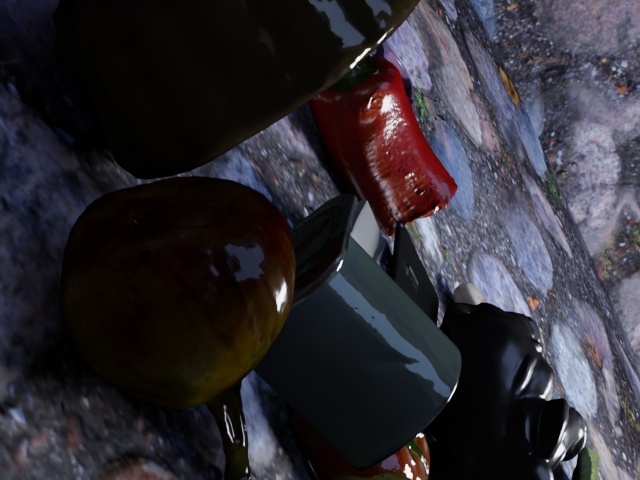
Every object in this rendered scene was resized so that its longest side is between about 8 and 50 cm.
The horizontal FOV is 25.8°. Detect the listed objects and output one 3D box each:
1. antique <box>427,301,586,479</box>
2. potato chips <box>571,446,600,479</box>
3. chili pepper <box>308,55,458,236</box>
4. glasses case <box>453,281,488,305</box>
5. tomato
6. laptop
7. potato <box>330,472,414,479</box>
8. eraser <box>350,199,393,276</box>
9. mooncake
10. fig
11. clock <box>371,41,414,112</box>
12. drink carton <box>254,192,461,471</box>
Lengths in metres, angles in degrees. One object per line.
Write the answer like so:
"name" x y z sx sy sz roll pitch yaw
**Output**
"antique" 0.222 0.227 1.729 0.322 0.185 0.255 70 12 18
"potato chips" 0.466 0.533 2.157 0.358 0.070 0.429 57 20 -27
"chili pepper" 0.051 -0.176 1.835 0.338 0.134 0.131 60 4 -26
"glasses case" 0.245 0.157 2.066 0.081 0.051 0.204 27 41 -60
"tomato" 0.055 0.201 1.453 0.225 0.085 0.225 57 17 -29
"laptop" 0.109 0.072 1.625 0.180 0.016 0.129 -78 145 -57
"potato" 0.080 0.314 1.283 0.296 0.141 0.191 44 27 -42
"eraser" 0.059 0.072 1.611 0.210 0.068 0.124 67 20 -15
"mooncake" -0.080 -0.205 1.246 0.187 0.324 0.324 57 20 -13
"fig" -0.120 0.079 1.105 0.190 0.191 0.290 -97 -165 -44
"clock" 0.101 -0.245 2.198 0.110 0.050 0.152 55 20 -26
"drink carton" 0.021 0.086 1.270 0.189 0.185 0.191 42 22 -13
